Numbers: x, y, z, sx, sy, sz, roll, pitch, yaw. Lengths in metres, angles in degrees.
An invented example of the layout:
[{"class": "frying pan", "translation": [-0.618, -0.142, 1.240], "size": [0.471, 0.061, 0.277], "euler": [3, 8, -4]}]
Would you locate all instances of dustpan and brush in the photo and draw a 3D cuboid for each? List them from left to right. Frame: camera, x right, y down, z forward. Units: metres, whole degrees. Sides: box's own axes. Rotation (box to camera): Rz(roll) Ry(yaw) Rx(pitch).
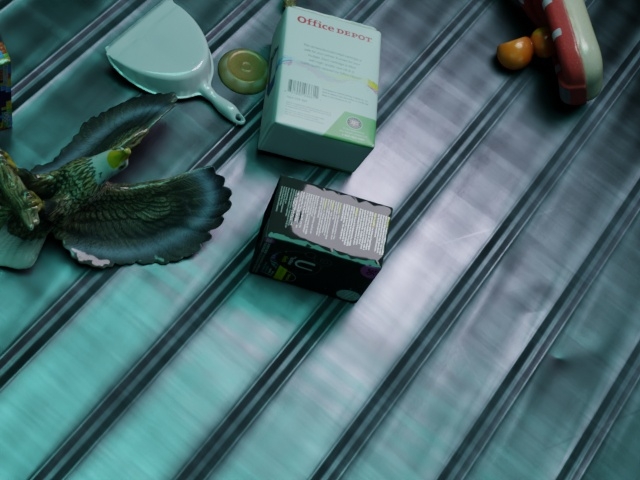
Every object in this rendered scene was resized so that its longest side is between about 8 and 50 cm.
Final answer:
[{"class": "dustpan and brush", "translation": [-0.192, -0.245, 1.498], "size": [0.211, 0.060, 0.147], "euler": [36, 62, 11]}]

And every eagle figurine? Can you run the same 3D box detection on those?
[{"class": "eagle figurine", "translation": [-0.291, -0.077, 1.336], "size": [0.298, 0.225, 0.226], "euler": [-12, 111, -51]}]

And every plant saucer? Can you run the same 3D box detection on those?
[{"class": "plant saucer", "translation": [-0.113, -0.261, 1.543], "size": [0.083, 0.015, 0.083], "euler": [6, 64, -13]}]

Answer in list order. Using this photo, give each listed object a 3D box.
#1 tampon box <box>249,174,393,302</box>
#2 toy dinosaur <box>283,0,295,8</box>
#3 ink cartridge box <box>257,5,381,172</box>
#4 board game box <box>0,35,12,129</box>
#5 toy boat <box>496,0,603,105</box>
[{"class": "tampon box", "translation": [0.000, 0.000, 1.388], "size": [0.161, 0.120, 0.101], "euler": [17, 61, -7]}, {"class": "toy dinosaur", "translation": [-0.042, -0.447, 1.632], "size": [0.093, 0.053, 0.183], "euler": [-8, 67, -17]}, {"class": "ink cartridge box", "translation": [0.001, -0.225, 1.509], "size": [0.154, 0.093, 0.212], "euler": [12, 64, -15]}, {"class": "board game box", "translation": [-0.476, -0.189, 1.320], "size": [0.141, 0.170, 0.048], "euler": [-18, 73, -23]}, {"class": "toy boat", "translation": [0.360, -0.323, 1.651], "size": [0.151, 0.151, 0.231], "euler": [-15, 67, 10]}]
